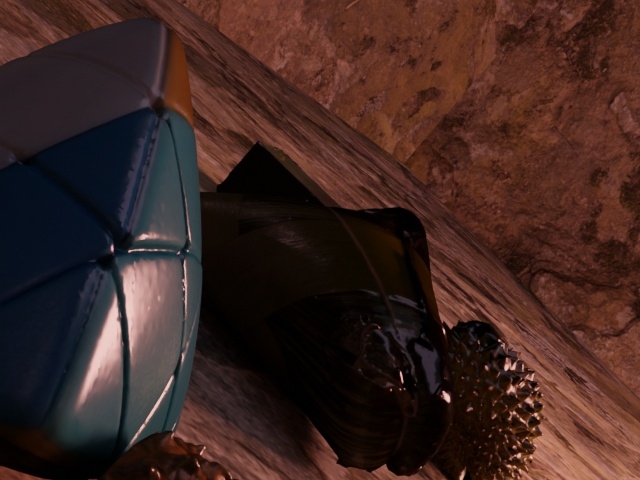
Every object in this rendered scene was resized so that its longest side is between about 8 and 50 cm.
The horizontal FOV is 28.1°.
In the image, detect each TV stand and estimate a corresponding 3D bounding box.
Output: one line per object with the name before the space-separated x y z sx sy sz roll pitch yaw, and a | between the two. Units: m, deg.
TV stand | 0.000 0.000 1.556 0.269 0.088 0.083 44 11 18

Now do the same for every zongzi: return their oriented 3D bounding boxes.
zongzi | -0.048 0.060 1.094 0.318 0.154 0.289 13 23 -7

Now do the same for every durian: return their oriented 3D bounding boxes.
durian | 0.132 0.140 1.296 0.237 0.138 0.193 41 10 8

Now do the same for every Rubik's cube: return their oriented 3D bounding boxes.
Rubik's cube | -0.112 0.010 0.657 0.254 0.254 0.254 39 10 -8

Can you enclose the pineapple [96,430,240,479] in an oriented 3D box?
pineapple | -0.001 0.204 0.546 0.277 0.119 0.130 43 16 9
